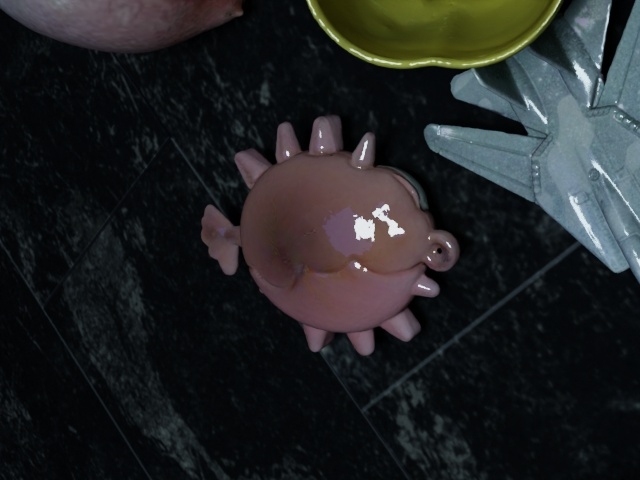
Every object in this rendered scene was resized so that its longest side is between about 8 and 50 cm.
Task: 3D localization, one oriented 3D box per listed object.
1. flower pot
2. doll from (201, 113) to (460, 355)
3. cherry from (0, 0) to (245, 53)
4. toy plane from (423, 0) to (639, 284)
[{"bbox_3d":[0.085,-0.218,0.631,0.195,0.179,0.195,5,111,13],"label":"flower pot"},{"bbox_3d":[0.000,0.000,0.840,0.262,0.093,0.211,-4,104,38],"label":"doll"},{"bbox_3d":[-0.187,-0.267,0.832,0.239,0.206,0.239,1,92,35],"label":"cherry"},{"bbox_3d":[0.209,-0.035,0.678,0.212,0.088,0.267,-34,90,40],"label":"toy plane"}]
